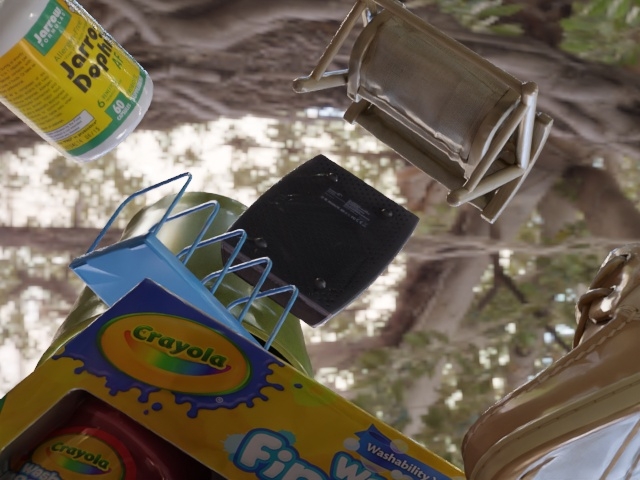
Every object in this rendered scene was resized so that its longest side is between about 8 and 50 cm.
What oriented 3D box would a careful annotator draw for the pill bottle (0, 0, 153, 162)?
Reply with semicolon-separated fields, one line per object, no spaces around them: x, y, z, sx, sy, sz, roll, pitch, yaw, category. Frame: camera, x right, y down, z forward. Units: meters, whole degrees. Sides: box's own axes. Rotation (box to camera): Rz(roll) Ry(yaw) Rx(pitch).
-0.263;-0.177;1.139;0.117;0.208;0.117;-27;-142;24;pill bottle

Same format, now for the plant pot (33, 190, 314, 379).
-0.177;0.124;1.667;0.353;0.366;0.366;-88;-160;-55;plant pot

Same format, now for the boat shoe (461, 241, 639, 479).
0.205;0.065;0.748;0.110;0.341;0.122;49;-37;30;boat shoe

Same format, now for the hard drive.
0.000;0.000;1.471;0.172;0.254;0.054;34;-53;9;hard drive

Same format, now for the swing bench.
0.138;-0.165;1.519;0.253;0.254;0.165;36;-83;16;swing bench

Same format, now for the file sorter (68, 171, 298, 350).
-0.123;0.034;1.162;0.118;0.170;0.104;-18;-146;42;file sorter

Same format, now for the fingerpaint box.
-0.072;0.274;0.841;0.445;0.371;0.163;30;-42;21;fingerpaint box
